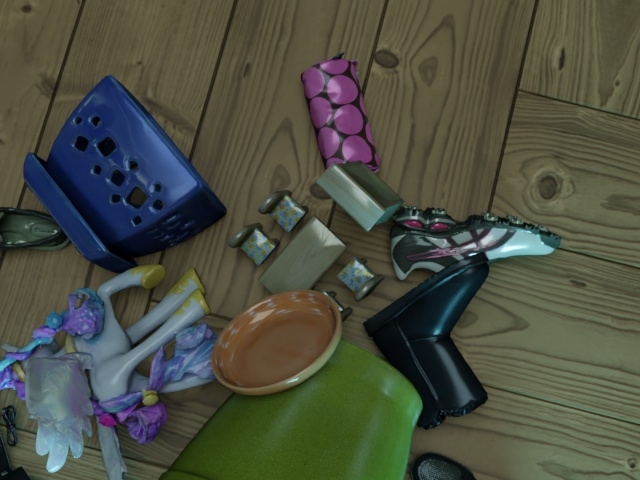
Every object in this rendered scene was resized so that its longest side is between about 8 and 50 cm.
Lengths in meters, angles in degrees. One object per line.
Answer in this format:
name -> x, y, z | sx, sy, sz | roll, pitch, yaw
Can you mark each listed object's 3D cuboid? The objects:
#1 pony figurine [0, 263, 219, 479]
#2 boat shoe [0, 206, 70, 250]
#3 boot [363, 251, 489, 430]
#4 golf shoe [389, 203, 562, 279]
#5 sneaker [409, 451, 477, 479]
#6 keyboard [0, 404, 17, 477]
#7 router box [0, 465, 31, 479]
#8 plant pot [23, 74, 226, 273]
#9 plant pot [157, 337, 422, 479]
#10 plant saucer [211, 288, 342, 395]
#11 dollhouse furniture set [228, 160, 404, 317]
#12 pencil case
pony figurine -> -0.314, 0.209, 1.853 | 0.363, 0.303, 0.351 | -27, 47, -4
boat shoe -> -0.512, -0.020, 1.971 | 0.223, 0.073, 0.080 | 0, 77, -2
boot -> 0.205, 0.159, 1.901 | 0.246, 0.094, 0.207 | -37, 78, 27
golf shoe -> 0.247, 0.012, 1.981 | 0.273, 0.105, 0.120 | 5, 94, 5
sneaker -> 0.231, 0.407, 1.866 | 0.087, 0.130, 0.227 | -39, 79, -11
keyboard -> -0.519, 0.301, 1.916 | 0.108, 0.023, 0.180 | -18, 88, 2
router box -> -0.445, 0.508, 1.763 | 0.081, 0.243, 0.309 | -38, 83, 28
plant pot -> -0.309, -0.084, 1.916 | 0.212, 0.236, 0.236 | -39, 81, -2
plant pot -> -0.028, 0.334, 1.790 | 0.366, 0.366, 0.353 | 28, 66, 5
plant saucer -> -0.058, 0.150, 1.751 | 0.200, 0.037, 0.200 | -17, 35, 12
dollhouse furniture set -> 0.000, 0.000, 1.895 | 0.212, 0.161, 0.242 | 43, 104, 7
pencil case -> 0.037, -0.195, 2.016 | 0.098, 0.095, 0.209 | -10, 80, -17
